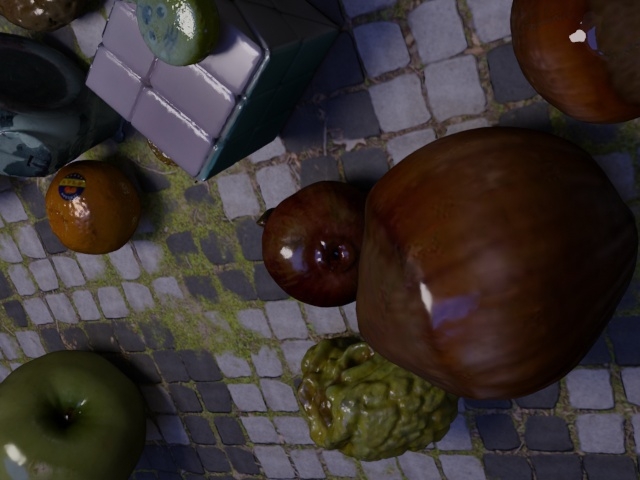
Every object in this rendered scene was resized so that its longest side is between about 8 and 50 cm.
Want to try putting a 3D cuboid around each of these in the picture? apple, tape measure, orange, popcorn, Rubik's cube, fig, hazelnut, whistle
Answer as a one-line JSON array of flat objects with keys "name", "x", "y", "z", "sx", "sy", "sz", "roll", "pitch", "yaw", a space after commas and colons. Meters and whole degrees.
[{"name": "apple", "x": -0.547, "y": 0.419, "z": 1.404, "sx": 0.357, "sy": 0.357, "sz": 0.357, "roll": 12, "pitch": 119, "yaw": 22}, {"name": "tape measure", "x": -0.502, "y": -0.218, "z": 1.107, "sx": 0.275, "sy": 0.256, "sz": 0.147, "roll": 36, "pitch": 126, "yaw": 0}, {"name": "orange", "x": -0.412, "y": -0.060, "z": 1.204, "sx": 0.177, "sy": 0.155, "sz": 0.178, "roll": 9, "pitch": 110, "yaw": 25}, {"name": "popcorn", "x": 0.080, "y": 0.252, "z": 1.069, "sx": 0.286, "sy": 0.225, "sz": 0.174, "roll": -3, "pitch": 109, "yaw": 27}, {"name": "Rubik's cube", "x": -0.148, "y": -0.256, "z": 0.924, "sx": 0.221, "sy": 0.231, "sz": 0.225, "roll": 40, "pitch": 124, "yaw": 4}, {"name": "fig", "x": 0.001, "y": 0.000, "z": 1.013, "sx": 0.205, "sy": 0.205, "sz": 0.205, "roll": 12, "pitch": 119, "yaw": 22}, {"name": "hazelnut", "x": 0.220, "y": 0.037, "z": 0.854, "sx": 0.372, "sy": 0.315, "sz": 0.372, "roll": -2, "pitch": 123, "yaw": -4}, {"name": "hazelnut", "x": 0.307, "y": -0.232, "z": 0.741, "sx": 0.214, "sy": 0.176, "sz": 0.214, "roll": 36, "pitch": 137, "yaw": 42}, {"name": "whistle", "x": -0.193, "y": -0.287, "z": 0.764, "sx": 0.198, "sy": 0.057, "sz": 0.104, "roll": 47, "pitch": 132, "yaw": 8}]

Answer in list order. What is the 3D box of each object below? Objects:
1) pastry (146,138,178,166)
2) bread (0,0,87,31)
[{"name": "pastry", "x": -0.245, "y": -0.180, "z": 1.120, "sx": 0.097, "sy": 0.057, "sz": 0.109, "roll": -23, "pitch": 105, "yaw": 28}, {"name": "bread", "x": -0.460, "y": -0.452, "z": 1.051, "sx": 0.230, "sy": 0.123, "sz": 0.230, "roll": 14, "pitch": 126, "yaw": 21}]
